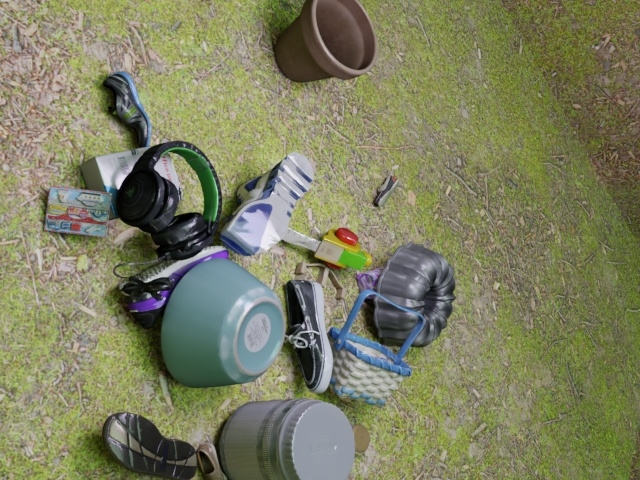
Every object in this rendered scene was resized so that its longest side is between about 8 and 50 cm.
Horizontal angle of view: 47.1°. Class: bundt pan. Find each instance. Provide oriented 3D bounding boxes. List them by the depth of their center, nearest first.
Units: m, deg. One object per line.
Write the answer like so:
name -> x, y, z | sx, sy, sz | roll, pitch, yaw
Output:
bundt pan -> 0.302, 0.175, 2.211 | 0.331, 0.124, 0.331 | -19, 114, -49

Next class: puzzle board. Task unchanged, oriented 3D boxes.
puzzle board -> -0.516, -0.061, 1.564 | 0.128, 0.011, 0.096 | 7, 87, -14

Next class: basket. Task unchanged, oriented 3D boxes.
basket -> 0.136, 0.292, 2.003 | 0.255, 0.201, 0.289 | 29, 96, -37

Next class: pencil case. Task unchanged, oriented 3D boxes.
pencil case -> 0.196, 0.109, 2.235 | 0.088, 0.086, 0.206 | 45, 38, 22

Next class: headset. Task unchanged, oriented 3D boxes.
headset -> -0.318, -0.045, 1.591 | 0.243, 0.185, 0.394 | 53, 45, -38

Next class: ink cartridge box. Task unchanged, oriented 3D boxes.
ink cartridge box -> -0.428, -0.132, 1.676 | 0.190, 0.082, 0.140 | -20, 94, -47

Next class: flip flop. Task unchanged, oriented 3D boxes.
flip flop -> -0.373, 0.453, 1.584 | 0.277, 0.080, 0.112 | 43, 46, -48

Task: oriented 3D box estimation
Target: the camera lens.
camera lens -> -0.084, 0.481, 1.712 | 0.219, 0.274, 0.219 | 15, 69, -42

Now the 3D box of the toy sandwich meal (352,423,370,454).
toy sandwich meal -> 0.106, 0.557, 2.059 | 0.085, 0.029, 0.085 | 19, 62, -39

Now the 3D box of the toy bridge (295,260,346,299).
toy bridge -> 0.007, 0.104, 2.084 | 0.188, 0.026, 0.063 | 33, 56, -35

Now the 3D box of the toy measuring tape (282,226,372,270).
toy measuring tape -> 0.000, 0.000, 2.069 | 0.330, 0.121, 0.121 | 21, 63, -20

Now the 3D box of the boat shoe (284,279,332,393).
boat shoe -> -0.043, 0.248, 1.936 | 0.105, 0.113, 0.306 | 10, 69, -36

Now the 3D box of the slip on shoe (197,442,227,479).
slip on shoe -> -0.249, 0.535, 1.687 | 0.041, 0.051, 0.135 | -3, 76, -74

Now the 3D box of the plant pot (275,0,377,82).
plant pot -> -0.003, -0.563, 2.110 | 0.263, 0.229, 0.263 | 13, 70, -41

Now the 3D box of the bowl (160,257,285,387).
bowl -> -0.197, 0.206, 1.688 | 0.311, 0.163, 0.311 | -19, 114, -51

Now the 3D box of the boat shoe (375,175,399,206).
boat shoe -> 0.205, -0.159, 2.342 | 0.043, 0.049, 0.137 | 28, 52, 14

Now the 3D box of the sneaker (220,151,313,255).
sneaker -> -0.153, -0.078, 1.869 | 0.127, 0.182, 0.315 | 46, 55, -18

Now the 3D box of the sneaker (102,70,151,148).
sneaker -> -0.453, -0.299, 1.722 | 0.078, 0.067, 0.188 | -27, 100, -25

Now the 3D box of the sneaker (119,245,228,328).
sneaker -> -0.324, 0.113, 1.712 | 0.293, 0.102, 0.146 | -29, 106, -41
